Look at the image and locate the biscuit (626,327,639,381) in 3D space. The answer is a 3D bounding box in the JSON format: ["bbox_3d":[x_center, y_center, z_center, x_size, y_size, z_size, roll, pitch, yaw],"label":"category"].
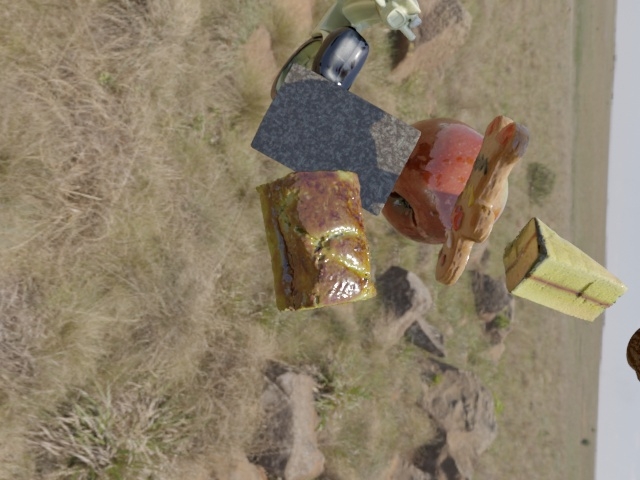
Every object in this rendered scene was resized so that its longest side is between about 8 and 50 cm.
[{"bbox_3d":[0.754,0.214,1.012,0.359,0.074,0.381,-61,-173,-12],"label":"biscuit"}]

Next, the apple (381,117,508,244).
[{"bbox_3d":[0.303,-0.144,1.389,0.277,0.348,0.348,-35,129,-20],"label":"apple"}]

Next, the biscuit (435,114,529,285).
[{"bbox_3d":[0.213,-0.052,0.754,0.165,0.036,0.250,-72,-178,-72],"label":"biscuit"}]

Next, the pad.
[{"bbox_3d":[0.025,-0.161,0.852,0.158,0.235,0.003,-62,-176,-5],"label":"pad"}]

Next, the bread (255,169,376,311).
[{"bbox_3d":[0.000,0.000,0.692,0.132,0.103,0.172,-5,82,-31],"label":"bread"}]

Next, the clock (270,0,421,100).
[{"bbox_3d":[0.055,-0.388,1.046,0.120,0.276,0.379,32,98,-32],"label":"clock"}]

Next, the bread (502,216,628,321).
[{"bbox_3d":[0.641,0.081,1.432,0.163,0.264,0.168,-79,-167,-49],"label":"bread"}]
